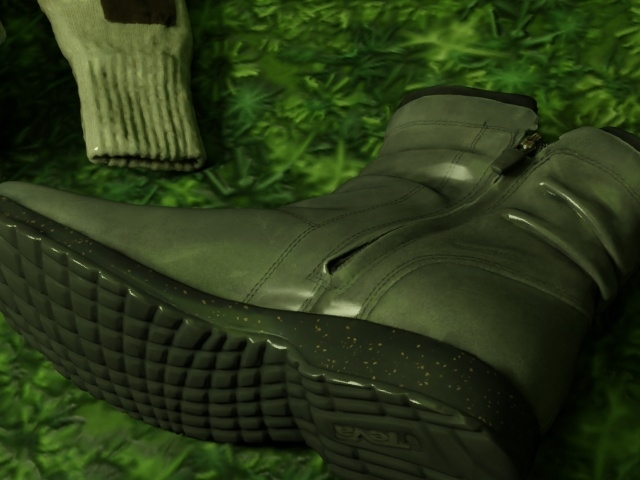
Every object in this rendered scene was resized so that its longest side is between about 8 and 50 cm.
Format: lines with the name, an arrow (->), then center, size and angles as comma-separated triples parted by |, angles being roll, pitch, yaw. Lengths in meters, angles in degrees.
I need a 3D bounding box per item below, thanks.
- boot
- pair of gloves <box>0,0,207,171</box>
boot -> 0.000, 0.000, 0.821 | 0.338, 0.118, 0.222 | 21, 52, 20
pair of gloves -> -0.186, -0.137, 0.933 | 0.240, 0.042, 0.204 | 9, 46, -21
